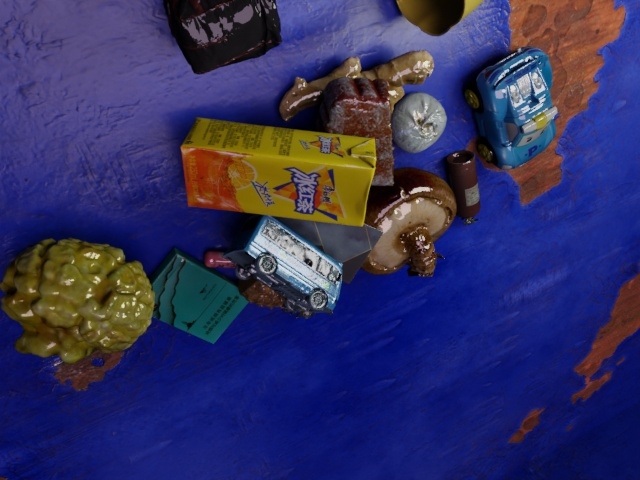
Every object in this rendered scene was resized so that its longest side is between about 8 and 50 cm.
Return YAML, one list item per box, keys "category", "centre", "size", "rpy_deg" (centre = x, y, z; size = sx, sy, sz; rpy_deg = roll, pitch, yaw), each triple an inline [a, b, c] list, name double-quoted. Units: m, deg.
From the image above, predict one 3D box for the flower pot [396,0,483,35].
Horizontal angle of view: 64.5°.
- category: "flower pot"
  centre: [0.263, -0.529, 0.986]
  size: [0.179, 0.195, 0.195]
  rpy_deg: [-36, 127, -18]

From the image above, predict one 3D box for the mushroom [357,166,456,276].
- category: "mushroom"
  centre: [0.195, -0.041, 1.236]
  size: [0.297, 0.163, 0.278]
  rpy_deg: [-31, 116, -4]

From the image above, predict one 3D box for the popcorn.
- category: "popcorn"
  centre: [-0.461, 0.116, 0.981]
  size: [0.257, 0.224, 0.270]
  rpy_deg: [-11, 132, 0]

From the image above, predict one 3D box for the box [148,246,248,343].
- category: "box"
  centre: [-0.291, 0.133, 1.174]
  size: [0.226, 0.042, 0.161]
  rpy_deg: [35, 98, -35]

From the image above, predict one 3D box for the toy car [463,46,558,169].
- category: "toy car"
  centre: [0.483, -0.302, 1.223]
  size: [0.198, 0.166, 0.314]
  rpy_deg: [-30, 126, -3]

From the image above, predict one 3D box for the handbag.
- category: "handbag"
  centre: [-0.170, -0.375, 0.845]
  size: [0.169, 0.215, 0.155]
  rpy_deg: [-20, 132, -9]

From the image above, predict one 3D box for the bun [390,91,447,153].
- category: "bun"
  centre: [0.228, -0.268, 1.168]
  size: [0.140, 0.083, 0.141]
  rpy_deg: [-10, 122, -17]

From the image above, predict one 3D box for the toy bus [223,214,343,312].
- category: "toy bus"
  centre: [-0.069, 0.053, 1.076]
  size: [0.246, 0.113, 0.134]
  rpy_deg: [36, 64, -23]

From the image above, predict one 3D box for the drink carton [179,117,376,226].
- category: "drink carton"
  centre: [-0.077, -0.132, 0.981]
  size: [0.351, 0.111, 0.155]
  rpy_deg: [7, 136, 0]

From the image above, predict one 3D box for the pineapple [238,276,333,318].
- category: "pineapple"
  centre: [-0.073, 0.121, 1.221]
  size: [0.248, 0.128, 0.128]
  rpy_deg: [29, 103, -35]

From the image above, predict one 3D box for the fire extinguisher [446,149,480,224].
- category: "fire extinguisher"
  centre: [0.389, -0.129, 1.336]
  size: [0.099, 0.071, 0.231]
  rpy_deg: [-46, 132, -30]

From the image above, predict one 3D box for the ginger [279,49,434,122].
- category: "ginger"
  centre: [0.074, -0.316, 1.070]
  size: [0.333, 0.081, 0.148]
  rpy_deg: [-8, 141, -8]

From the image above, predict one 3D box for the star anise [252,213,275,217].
- category: "star anise"
  centre: [-0.084, -0.055, 1.145]
  size: [0.196, 0.073, 0.212]
  rpy_deg: [-30, 130, 2]

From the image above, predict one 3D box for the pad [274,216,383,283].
- category: "pad"
  centre: [0.000, 0.000, 1.136]
  size: [0.243, 0.004, 0.164]
  rpy_deg: [22, 116, -18]

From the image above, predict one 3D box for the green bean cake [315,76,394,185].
- category: "green bean cake"
  centre: [0.086, -0.220, 1.045]
  size: [0.198, 0.097, 0.233]
  rpy_deg: [-2, 139, -10]

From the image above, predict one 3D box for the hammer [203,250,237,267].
- category: "hammer"
  centre: [-0.224, 0.043, 1.156]
  size: [0.083, 0.043, 0.043]
  rpy_deg: [5, 115, -27]
